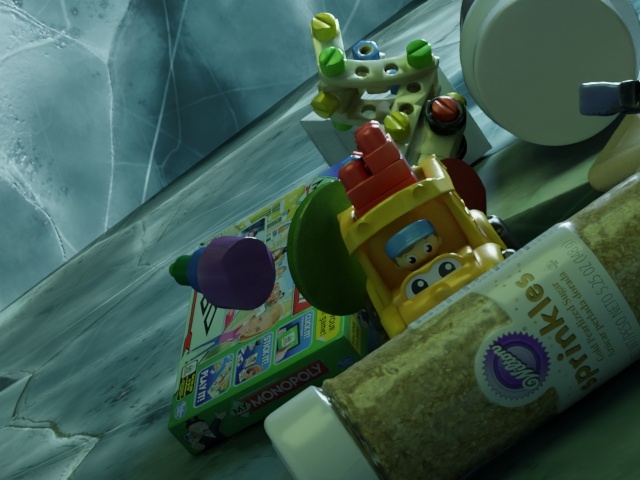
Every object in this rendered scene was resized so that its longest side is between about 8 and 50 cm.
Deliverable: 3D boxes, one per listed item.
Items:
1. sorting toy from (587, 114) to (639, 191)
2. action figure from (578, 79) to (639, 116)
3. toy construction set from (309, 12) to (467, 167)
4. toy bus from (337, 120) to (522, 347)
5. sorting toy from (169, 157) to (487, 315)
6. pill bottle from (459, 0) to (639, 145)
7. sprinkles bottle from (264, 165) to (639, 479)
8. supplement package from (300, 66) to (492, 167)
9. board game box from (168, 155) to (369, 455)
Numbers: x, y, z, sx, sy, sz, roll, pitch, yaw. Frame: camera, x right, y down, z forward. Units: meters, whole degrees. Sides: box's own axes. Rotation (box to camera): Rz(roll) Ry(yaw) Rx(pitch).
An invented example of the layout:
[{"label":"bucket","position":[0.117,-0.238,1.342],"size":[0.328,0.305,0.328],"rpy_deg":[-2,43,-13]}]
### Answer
[{"label":"sorting toy","position":[0.371,-0.130,1.894],"size":[0.193,0.038,0.208],"rpy_deg":[-26,18,34]},{"label":"action figure","position":[0.391,-0.202,1.664],"size":[0.341,0.178,0.330],"rpy_deg":[-4,7,31]},{"label":"toy construction set","position":[0.051,-0.100,2.177],"size":[0.151,0.215,0.327],"rpy_deg":[68,-145,-65]},{"label":"toy bus","position":[0.085,0.001,1.672],"size":[0.149,0.211,0.220],"rpy_deg":[-31,13,5]},{"label":"sorting toy","position":[0.000,0.000,1.835],"size":[0.365,0.127,0.126],"rpy_deg":[-15,13,-43]},{"label":"pill bottle","position":[0.259,-0.228,2.180],"size":[0.204,0.204,0.361],"rpy_deg":[-31,11,11]},{"label":"sprinkles bottle","position":[0.134,0.083,1.402],"size":[0.355,0.121,0.121],"rpy_deg":[-34,11,-4]},{"label":"supplement package","position":[0.092,-0.133,2.421],"size":[0.134,0.139,0.244],"rpy_deg":[-36,12,-11]},{"label":"board game box","position":[-0.045,0.061,1.981],"size":[0.213,0.046,0.317],"rpy_deg":[-30,28,22]}]
